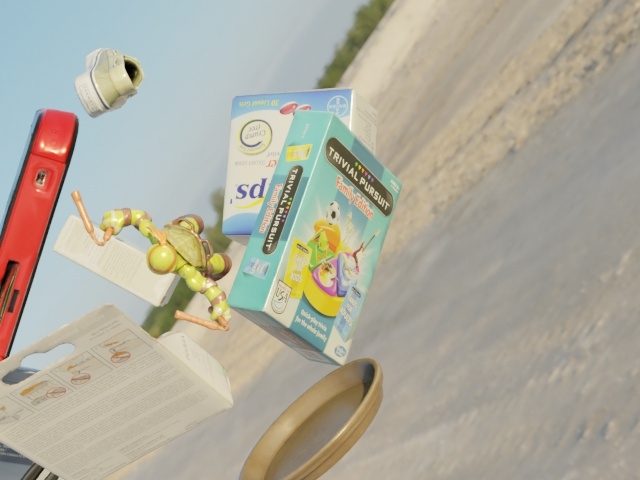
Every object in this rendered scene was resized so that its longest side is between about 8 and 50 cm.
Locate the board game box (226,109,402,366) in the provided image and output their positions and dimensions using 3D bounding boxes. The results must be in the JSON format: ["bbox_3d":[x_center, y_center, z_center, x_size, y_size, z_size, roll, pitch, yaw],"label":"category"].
[{"bbox_3d":[0.000,0.000,1.827,0.254,0.079,0.336,40,-116,-51],"label":"board game box"}]

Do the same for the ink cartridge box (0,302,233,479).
[{"bbox_3d":[-0.208,0.130,1.035,0.181,0.224,0.056,-29,49,8],"label":"ink cartridge box"}]

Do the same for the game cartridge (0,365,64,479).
[{"bbox_3d":[-0.521,0.313,1.945,0.062,0.297,0.198,161,119,-76],"label":"game cartridge"}]

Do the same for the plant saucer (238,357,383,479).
[{"bbox_3d":[-0.008,0.284,1.698,0.278,0.041,0.278,-39,11,9],"label":"plant saucer"}]

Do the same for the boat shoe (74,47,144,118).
[{"bbox_3d":[-0.351,-0.277,1.982,0.094,0.109,0.302,-20,20,3],"label":"boat shoe"}]

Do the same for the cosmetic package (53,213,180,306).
[{"bbox_3d":[-0.386,0.038,2.195,0.085,0.231,0.117,-63,0,1],"label":"cosmetic package"}]

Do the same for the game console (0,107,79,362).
[{"bbox_3d":[-0.422,0.001,1.591,0.342,0.060,0.386,-157,85,-74],"label":"game console"}]

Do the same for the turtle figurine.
[{"bbox_3d":[-0.198,0.007,1.534,0.087,0.269,0.217,-52,-4,10],"label":"turtle figurine"}]

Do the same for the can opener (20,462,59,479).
[{"bbox_3d":[-0.446,0.394,1.675,0.186,0.059,0.073,-46,8,-11],"label":"can opener"}]

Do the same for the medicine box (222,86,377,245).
[{"bbox_3d":[-0.038,-0.137,2.260,0.149,0.264,0.289,30,-118,-66],"label":"medicine box"}]
